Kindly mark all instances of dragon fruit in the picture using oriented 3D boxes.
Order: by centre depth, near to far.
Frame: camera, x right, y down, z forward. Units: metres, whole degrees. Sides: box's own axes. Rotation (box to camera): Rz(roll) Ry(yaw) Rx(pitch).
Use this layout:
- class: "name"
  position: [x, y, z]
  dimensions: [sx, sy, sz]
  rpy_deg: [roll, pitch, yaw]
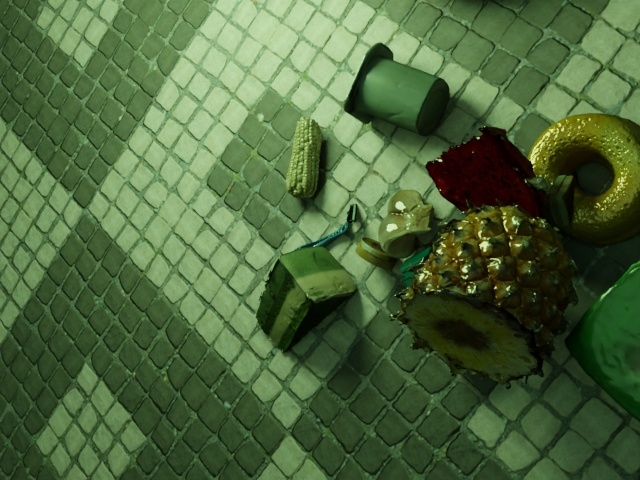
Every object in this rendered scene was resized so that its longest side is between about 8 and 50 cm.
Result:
- class: "dragon fruit"
  position: [0.384, -0.117, 1.687]
  dimensions: [0.100, 0.343, 0.282]
  rpy_deg: [-37, 95, -17]

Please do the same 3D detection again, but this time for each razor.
- class: "razor"
  position: [0.000, 0.000, 2.011]
  dimensions: [0.253, 0.042, 0.082]
  rpy_deg: [-34, 25, 23]

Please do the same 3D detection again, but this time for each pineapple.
- class: "pineapple"
  position: [0.335, 0.096, 1.568]
  dimensions: [0.353, 0.352, 0.300]
  rpy_deg: [5, 46, 30]

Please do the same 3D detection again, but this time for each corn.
- class: "corn"
  position: [-0.039, -0.212, 2.046]
  dimensions: [0.087, 0.087, 0.210]
  rpy_deg: [4, 78, 30]

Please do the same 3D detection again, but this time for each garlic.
- class: "garlic"
  position: [0.204, -0.041, 1.863]
  dimensions: [0.124, 0.099, 0.174]
  rpy_deg: [8, 60, 9]

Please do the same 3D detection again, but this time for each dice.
- class: "dice"
  position: [0.660, 0.182, 1.458]
  dimensions: [0.300, 0.297, 0.287]
  rpy_deg: [-48, 65, 15]

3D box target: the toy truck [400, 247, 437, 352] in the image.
- class: "toy truck"
  position: [0.272, 0.138, 1.790]
  dimensions: [0.114, 0.124, 0.253]
  rpy_deg: [-31, 67, 26]

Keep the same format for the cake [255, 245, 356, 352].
- class: "cake"
  position: [-0.039, 0.149, 1.999]
  dimensions: [0.158, 0.172, 0.283]
  rpy_deg: [53, 143, 21]

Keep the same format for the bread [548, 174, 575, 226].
- class: "bread"
  position: [0.493, -0.084, 1.608]
  dimensions: [0.043, 0.062, 0.108]
  rpy_deg: [2, 86, 38]

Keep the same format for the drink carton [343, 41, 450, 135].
- class: "drink carton"
  position: [0.190, -0.352, 1.874]
  dimensions: [0.190, 0.185, 0.191]
  rpy_deg: [26, 94, 27]

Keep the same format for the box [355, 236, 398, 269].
- class: "box"
  position: [0.136, 0.032, 1.890]
  dimensions: [0.106, 0.106, 0.037]
  rpy_deg: [34, 106, 29]

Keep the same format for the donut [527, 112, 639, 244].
- class: "donut"
  position: [0.575, -0.138, 1.661]
  dimensions: [0.303, 0.110, 0.302]
  rpy_deg: [-5, 81, 30]
